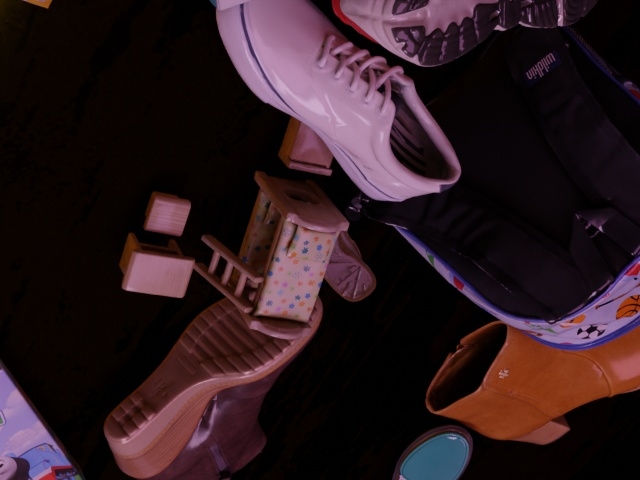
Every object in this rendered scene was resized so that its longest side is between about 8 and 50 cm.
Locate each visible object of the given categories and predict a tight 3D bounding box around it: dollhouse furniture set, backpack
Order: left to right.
[{"bbox_3d":[-0.066,-0.026,1.240,0.161,0.101,0.182,9,112,-25],"label":"dollhouse furniture set"},{"bbox_3d":[0.206,-0.035,1.307,0.276,0.263,0.213,-49,138,13],"label":"backpack"}]

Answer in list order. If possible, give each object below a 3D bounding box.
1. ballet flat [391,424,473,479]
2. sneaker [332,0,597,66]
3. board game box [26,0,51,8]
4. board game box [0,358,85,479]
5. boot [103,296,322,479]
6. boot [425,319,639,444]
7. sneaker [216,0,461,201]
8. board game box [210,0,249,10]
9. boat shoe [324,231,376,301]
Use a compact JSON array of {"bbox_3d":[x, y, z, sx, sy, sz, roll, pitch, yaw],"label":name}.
[{"bbox_3d":[0.114,0.270,1.689,0.074,0.074,0.203,2,128,-36],"label":"ballet flat"},{"bbox_3d":[0.127,-0.224,1.191,0.279,0.118,0.107,-20,123,-35],"label":"sneaker"},{"bbox_3d":[-0.231,-0.227,1.004,0.154,0.026,0.103,13,120,-41],"label":"board game box"},{"bbox_3d":[-0.322,0.202,1.341,0.160,0.039,0.211,-29,138,-7],"label":"board game box"},{"bbox_3d":[-0.086,0.153,1.445,0.248,0.090,0.207,-36,152,-3],"label":"boot"},{"bbox_3d":[0.268,0.114,1.614,0.295,0.104,0.211,-46,139,18],"label":"boot"},{"bbox_3d":[0.024,-0.127,1.186,0.258,0.091,0.094,41,58,-36],"label":"sneaker"},{"bbox_3d":[0.052,-0.335,1.057,0.336,0.079,0.254,-21,138,-16],"label":"board game box"},{"bbox_3d":[0.000,0.000,1.364,0.050,0.045,0.135,-34,119,2],"label":"boat shoe"}]
